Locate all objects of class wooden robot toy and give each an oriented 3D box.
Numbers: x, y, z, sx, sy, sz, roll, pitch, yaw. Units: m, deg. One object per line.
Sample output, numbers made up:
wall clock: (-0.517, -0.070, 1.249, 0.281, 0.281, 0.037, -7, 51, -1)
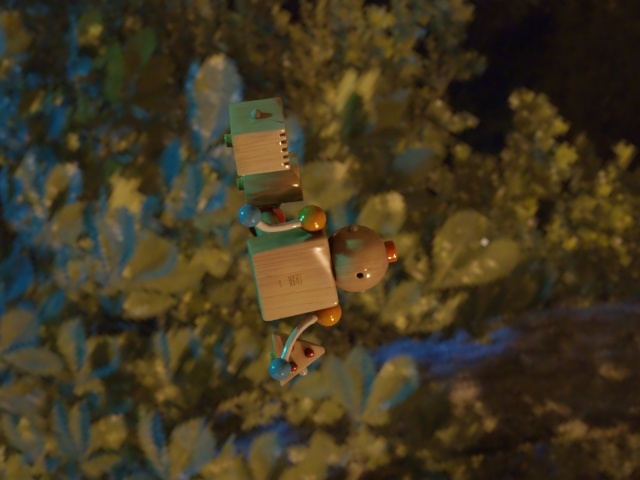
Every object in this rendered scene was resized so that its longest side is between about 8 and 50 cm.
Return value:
wooden robot toy: (0.000, 0.000, 0.800, 0.079, 0.173, 0.076, -9, -154, 1)
